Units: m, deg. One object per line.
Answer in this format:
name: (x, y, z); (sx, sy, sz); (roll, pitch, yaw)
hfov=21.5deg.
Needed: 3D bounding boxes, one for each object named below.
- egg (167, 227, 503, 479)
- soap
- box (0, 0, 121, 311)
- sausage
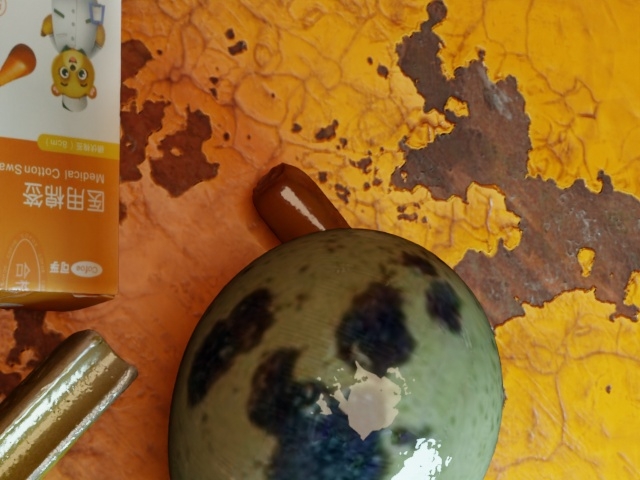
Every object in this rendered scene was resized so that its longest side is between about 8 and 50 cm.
egg: (0.008, 0.195, 1.783); (0.345, 0.345, 0.428); (25, 98, -16)
soap: (-0.314, 0.210, 1.761); (0.080, 0.160, 0.257); (46, 72, -8)
box: (-0.334, -0.100, 1.754); (0.225, 0.143, 0.341); (5, 84, -45)
sausage: (0.000, 0.000, 1.939); (0.076, 0.076, 0.197); (-42, 100, -18)
